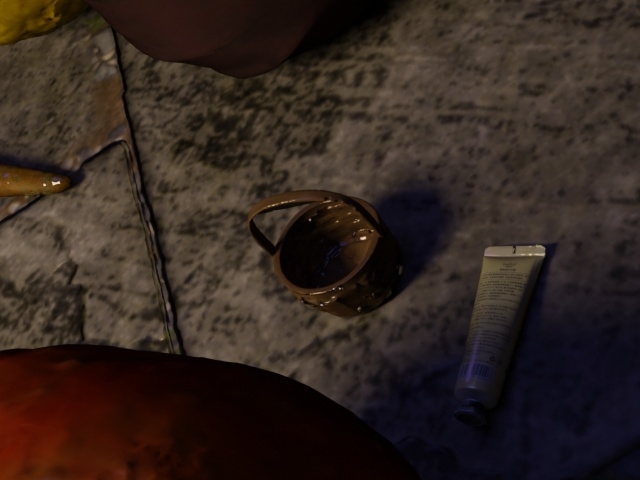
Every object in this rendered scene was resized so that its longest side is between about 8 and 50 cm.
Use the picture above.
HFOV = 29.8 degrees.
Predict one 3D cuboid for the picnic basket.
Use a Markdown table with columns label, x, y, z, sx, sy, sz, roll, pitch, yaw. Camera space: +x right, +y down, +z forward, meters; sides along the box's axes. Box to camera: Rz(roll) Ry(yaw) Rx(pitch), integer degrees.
| label | x | y | z | sx | sy | sz | roll | pitch | yaw |
| --- | --- | --- | --- | --- | --- | --- | --- | --- | --- |
| picnic basket | 0.000 | 0.000 | 0.656 | 0.072 | 0.083 | 0.072 | -18 | 50 | 23 |

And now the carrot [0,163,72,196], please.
| label | x | y | z | sx | sy | sz | roll | pitch | yaw |
| --- | --- | --- | --- | --- | --- | --- | --- | --- | --- |
| carrot | -0.286 | -0.048 | 0.927 | 0.254 | 0.049 | 0.049 | 3 | 62 | 32 |

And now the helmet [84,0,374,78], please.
| label | x | y | z | sx | sy | sz | roll | pitch | yaw |
| --- | --- | --- | --- | --- | --- | --- | --- | --- | --- |
| helmet | -0.028 | -0.229 | 0.778 | 0.305 | 0.177 | 0.225 | -38 | 51 | -3 |

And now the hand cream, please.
| label | x | y | z | sx | sy | sz | roll | pitch | yaw |
| --- | --- | --- | --- | --- | --- | --- | --- | --- | --- |
| hand cream | 0.088 | 0.046 | 0.608 | 0.035 | 0.022 | 0.102 | -3 | 52 | 34 |

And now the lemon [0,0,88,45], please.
| label | x | y | z | sx | sy | sz | roll | pitch | yaw |
| --- | --- | --- | --- | --- | --- | --- | --- | --- | --- |
| lemon | -0.256 | -0.292 | 0.885 | 0.268 | 0.322 | 0.268 | -1 | 47 | 1 |

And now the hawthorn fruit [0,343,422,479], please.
| label | x | y | z | sx | sy | sz | roll | pitch | yaw |
| --- | --- | --- | --- | --- | --- | --- | --- | --- | --- |
| hawthorn fruit | -0.074 | 0.164 | 0.472 | 0.275 | 0.275 | 0.299 | -13 | 40 | 28 |
